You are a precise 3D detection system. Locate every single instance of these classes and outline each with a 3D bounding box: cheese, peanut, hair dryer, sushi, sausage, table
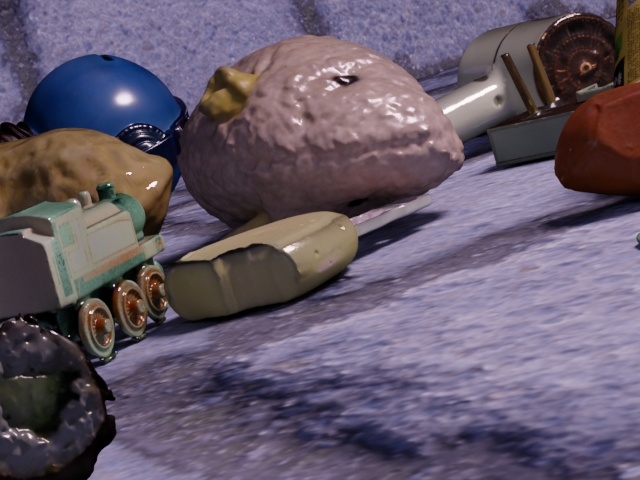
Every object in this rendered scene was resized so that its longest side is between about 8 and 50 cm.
[{"bbox_3d":[0.000,0.000,1.172,0.255,0.050,0.127,-23,10,-41],"label":"cheese"},{"bbox_3d":[-0.327,-0.030,1.594,0.387,0.169,0.192,-11,15,29],"label":"peanut"},{"bbox_3d":[0.153,-0.139,1.638,0.362,0.128,0.203,-27,12,-17],"label":"hair dryer"},{"bbox_3d":[-0.165,0.091,0.753,0.098,0.094,0.084,-38,13,-24],"label":"sushi"},{"bbox_3d":[0.262,-0.080,1.083,0.179,0.089,0.089,-13,8,4],"label":"sausage"},{"bbox_3d":[0.291,-0.158,1.450,0.240,0.111,0.121,-11,9,33],"label":"table"}]

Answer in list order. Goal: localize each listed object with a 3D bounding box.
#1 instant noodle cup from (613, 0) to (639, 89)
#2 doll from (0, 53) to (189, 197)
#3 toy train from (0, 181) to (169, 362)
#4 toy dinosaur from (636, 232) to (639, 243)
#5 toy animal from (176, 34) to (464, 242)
[{"bbox_3d":[0.303,-0.156,1.180,0.151,0.122,0.151,-1,-20,0],"label":"instant noodle cup"},{"bbox_3d":[-0.316,-0.109,1.911,0.310,0.240,0.284,-25,26,-22],"label":"doll"},{"bbox_3d":[-0.179,0.024,1.113,0.081,0.125,0.194,-9,11,21],"label":"toy train"},{"bbox_3d":[0.238,-0.017,0.940,0.062,0.021,0.083,-26,3,33],"label":"toy dinosaur"},{"bbox_3d":[-0.024,-0.097,1.391,0.226,0.188,0.358,-14,7,-17],"label":"toy animal"}]
